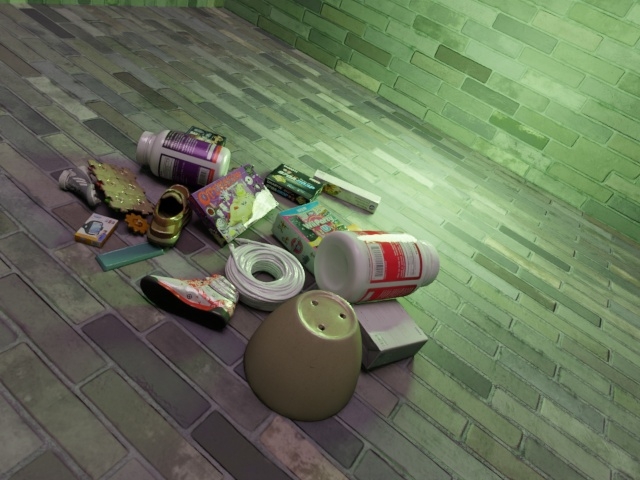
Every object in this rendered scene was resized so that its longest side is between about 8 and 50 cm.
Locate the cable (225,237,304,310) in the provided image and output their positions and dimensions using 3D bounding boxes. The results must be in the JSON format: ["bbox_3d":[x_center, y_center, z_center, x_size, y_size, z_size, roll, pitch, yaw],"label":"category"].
[{"bbox_3d":[-0.181,0.114,1.451,0.257,0.089,0.257,10,39,-17],"label":"cable"}]

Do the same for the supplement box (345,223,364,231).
[{"bbox_3d":[0.175,0.037,1.745,0.078,0.080,0.233,-19,55,-44],"label":"supplement box"}]

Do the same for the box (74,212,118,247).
[{"bbox_3d":[-0.700,-0.037,1.417,0.081,0.028,0.136,17,39,-7],"label":"box"}]

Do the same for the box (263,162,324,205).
[{"bbox_3d":[-0.114,-0.241,1.959,0.220,0.051,0.175,27,37,7],"label":"box"}]

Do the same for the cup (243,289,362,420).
[{"bbox_3d":[-0.021,0.273,1.212,0.331,0.237,0.331,14,38,-11],"label":"cup"}]

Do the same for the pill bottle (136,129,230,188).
[{"bbox_3d":[-0.521,-0.310,1.722,0.323,0.181,0.181,16,37,-9],"label":"pill bottle"}]

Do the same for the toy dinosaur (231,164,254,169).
[{"bbox_3d":[-0.326,-0.317,1.954,0.090,0.047,0.082,19,17,12],"label":"toy dinosaur"}]

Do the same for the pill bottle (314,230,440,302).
[{"bbox_3d":[0.200,0.081,1.490,0.408,0.229,0.229,0,42,-38],"label":"pill bottle"}]

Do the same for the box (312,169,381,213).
[{"bbox_3d":[0.114,-0.223,2.046,0.324,0.063,0.067,23,38,0],"label":"box"}]

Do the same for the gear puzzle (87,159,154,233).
[{"bbox_3d":[-0.668,-0.140,1.537,0.339,0.044,0.175,53,23,25],"label":"gear puzzle"}]

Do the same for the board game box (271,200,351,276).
[{"bbox_3d":[0.000,0.000,1.672,0.303,0.097,0.224,43,40,22],"label":"board game box"}]

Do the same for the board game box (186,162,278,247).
[{"bbox_3d":[-0.311,-0.140,1.657,0.208,0.056,0.347,51,38,-6],"label":"board game box"}]

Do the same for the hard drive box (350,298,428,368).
[{"bbox_3d":[0.194,0.284,1.406,0.232,0.089,0.181,0,41,-40],"label":"hard drive box"}]

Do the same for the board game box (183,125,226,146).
[{"bbox_3d":[-0.526,-0.411,1.961,0.165,0.042,0.243,18,37,-6],"label":"board game box"}]

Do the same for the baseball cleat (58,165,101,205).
[{"bbox_3d":[-0.812,-0.174,1.510,0.109,0.072,0.206,-17,46,-23],"label":"baseball cleat"}]

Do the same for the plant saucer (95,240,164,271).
[{"bbox_3d":[-0.585,0.042,1.387,0.192,0.018,0.067,-19,54,-44],"label":"plant saucer"}]

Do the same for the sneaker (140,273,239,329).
[{"bbox_3d":[-0.371,0.147,1.310,0.270,0.090,0.145,25,35,-3],"label":"sneaker"}]

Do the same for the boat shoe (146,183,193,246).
[{"bbox_3d":[-0.498,-0.111,1.528,0.123,0.120,0.324,13,33,-15],"label":"boat shoe"}]
